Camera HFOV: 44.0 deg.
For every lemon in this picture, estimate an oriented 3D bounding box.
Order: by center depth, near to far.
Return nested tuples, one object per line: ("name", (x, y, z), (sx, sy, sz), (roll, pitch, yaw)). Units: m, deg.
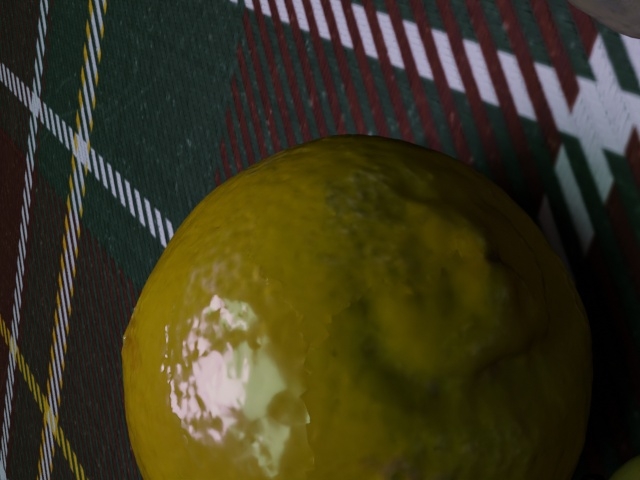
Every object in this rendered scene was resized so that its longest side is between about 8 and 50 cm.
("lemon", (0.020, 0.095, 0.573), (0.348, 0.347, 0.348), (5, 96, 54))

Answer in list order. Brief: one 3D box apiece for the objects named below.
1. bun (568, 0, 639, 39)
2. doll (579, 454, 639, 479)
("bun", (0.221, -0.256, 0.428), (0.287, 0.146, 0.288), (4, 96, 39))
("doll", (0.203, 0.259, 0.530), (0.117, 0.086, 0.291), (26, 113, 33))
